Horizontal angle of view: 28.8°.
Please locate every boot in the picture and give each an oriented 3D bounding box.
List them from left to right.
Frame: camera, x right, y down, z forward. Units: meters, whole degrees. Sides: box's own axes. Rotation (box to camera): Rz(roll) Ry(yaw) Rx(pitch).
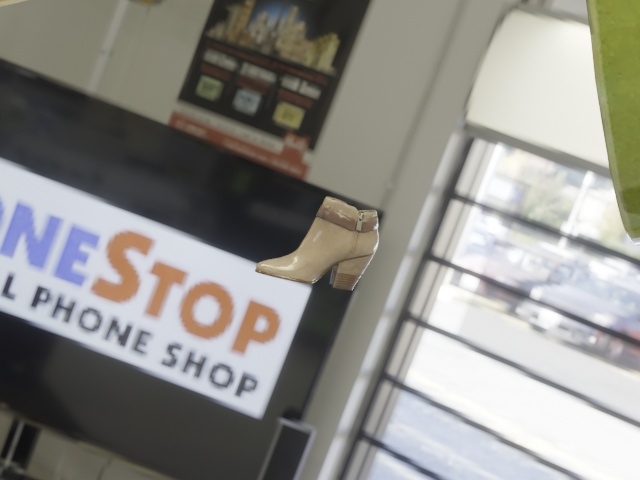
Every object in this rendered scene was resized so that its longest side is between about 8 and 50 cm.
[{"bbox_3d":[0.000,0.000,1.220,0.118,0.087,0.042,9,10,-25],"label":"boot"}]

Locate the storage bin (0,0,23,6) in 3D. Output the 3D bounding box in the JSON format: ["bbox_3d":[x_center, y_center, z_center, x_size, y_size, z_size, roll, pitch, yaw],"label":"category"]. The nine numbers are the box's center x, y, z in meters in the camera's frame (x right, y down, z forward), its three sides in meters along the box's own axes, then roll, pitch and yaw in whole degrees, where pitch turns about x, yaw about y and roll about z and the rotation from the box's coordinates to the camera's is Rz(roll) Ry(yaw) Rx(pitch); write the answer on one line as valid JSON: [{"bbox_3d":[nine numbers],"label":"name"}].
[{"bbox_3d":[-0.259,-0.289,0.968,0.260,0.262,0.123,-5,-52,30],"label":"storage bin"}]

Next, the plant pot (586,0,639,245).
[{"bbox_3d":[0.258,-0.145,0.468,0.294,0.274,0.275,-4,-4,19],"label":"plant pot"}]
